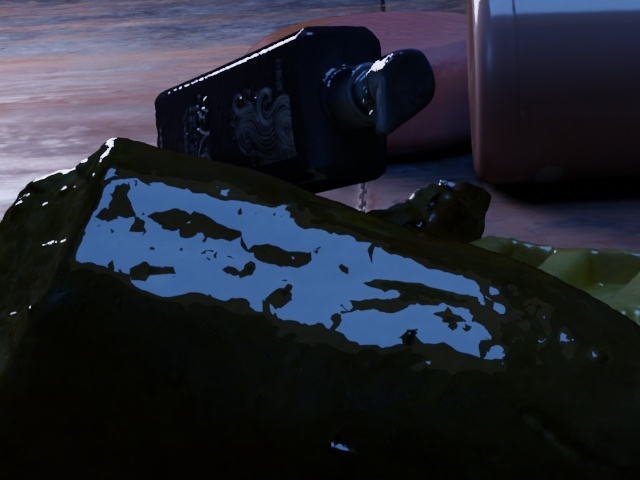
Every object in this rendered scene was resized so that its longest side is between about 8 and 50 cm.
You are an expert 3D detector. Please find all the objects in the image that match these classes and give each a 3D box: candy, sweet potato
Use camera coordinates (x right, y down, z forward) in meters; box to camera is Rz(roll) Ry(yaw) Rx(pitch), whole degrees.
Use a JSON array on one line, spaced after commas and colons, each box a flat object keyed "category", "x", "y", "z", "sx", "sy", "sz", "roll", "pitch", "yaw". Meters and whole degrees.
[{"category": "candy", "x": 0.062, "y": -0.143, "z": 1.388, "sx": 0.255, "sy": 0.094, "sz": 0.255, "roll": -4, "pitch": 17, "yaw": 1}, {"category": "sweet potato", "x": 0.001, "y": 0.060, "z": 0.644, "sx": 0.369, "sy": 0.158, "sz": 0.158, "roll": 15, "pitch": 21, "yaw": 9}]

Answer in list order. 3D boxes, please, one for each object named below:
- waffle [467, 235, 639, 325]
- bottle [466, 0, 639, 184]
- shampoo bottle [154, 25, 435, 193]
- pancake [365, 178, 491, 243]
[{"category": "waffle", "x": 0.148, "y": 0.050, "z": 0.771, "sx": 0.274, "sy": 0.057, "sz": 0.168, "roll": 4, "pitch": 17, "yaw": 36}, {"category": "bottle", "x": 0.260, "y": -0.118, "z": 1.165, "sx": 0.296, "sy": 0.173, "sz": 0.206, "roll": -1, "pitch": 48, "yaw": 2}, {"category": "shampoo bottle", "x": -0.020, "y": -0.079, "z": 1.032, "sx": 0.071, "sy": 0.098, "sz": 0.309, "roll": 0, "pitch": -6, "yaw": -30}, {"category": "pancake", "x": -0.069, "y": 0.012, "z": 0.905, "sx": 0.376, "sy": 0.054, "sz": 0.197, "roll": -11, "pitch": 31, "yaw": -24}]
